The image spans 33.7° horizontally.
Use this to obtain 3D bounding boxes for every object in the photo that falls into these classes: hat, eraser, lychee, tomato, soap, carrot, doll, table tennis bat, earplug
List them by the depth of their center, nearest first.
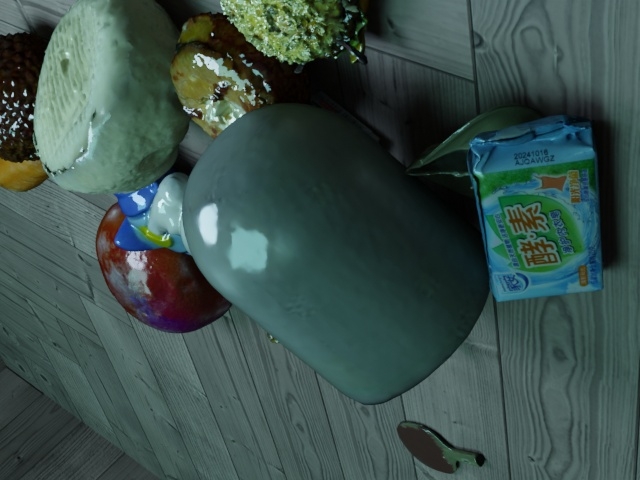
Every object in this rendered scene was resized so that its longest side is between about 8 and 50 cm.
[{"bbox_3d":[0.277,-0.035,1.334,0.156,0.077,0.293,-8,129,12],"label":"soap"},{"bbox_3d":[0.222,-0.117,1.400,0.166,0.173,0.144,31,-161,-15],"label":"hat"},{"bbox_3d":[0.000,0.000,1.464,0.394,0.312,0.313,39,157,-26],"label":"earplug"},{"bbox_3d":[0.034,-0.173,1.610,0.122,0.029,0.052,41,151,13],"label":"eraser"},{"bbox_3d":[-0.256,-0.061,2.021,0.366,0.187,0.376,18,130,25],"label":"doll"},{"bbox_3d":[-0.583,-0.289,2.087,0.267,0.267,0.267,34,149,24],"label":"lychee"},{"bbox_3d":[0.236,0.416,2.096,0.234,0.022,0.131,-2,125,56],"label":"table tennis bat"},{"bbox_3d":[-0.361,0.079,2.242,0.290,0.176,0.334,-5,121,35],"label":"tomato"},{"bbox_3d":[-0.647,-0.197,2.380,0.225,0.159,0.159,-6,122,53],"label":"carrot"}]

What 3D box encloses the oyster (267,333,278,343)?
[{"bbox_3d":[-0.060,0.086,2.003,0.129,0.078,0.345,20,139,5],"label":"oyster"}]

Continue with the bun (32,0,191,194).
[{"bbox_3d":[-0.336,-0.241,1.785,0.360,0.211,0.359,-11,77,53],"label":"bun"}]

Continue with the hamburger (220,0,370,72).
[{"bbox_3d":[-0.039,-0.332,1.392,0.262,0.139,0.243,26,145,35],"label":"hamburger"}]

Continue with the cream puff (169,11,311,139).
[{"bbox_3d":[-0.117,-0.242,1.592,0.240,0.164,0.240,31,158,14],"label":"cream puff"}]
